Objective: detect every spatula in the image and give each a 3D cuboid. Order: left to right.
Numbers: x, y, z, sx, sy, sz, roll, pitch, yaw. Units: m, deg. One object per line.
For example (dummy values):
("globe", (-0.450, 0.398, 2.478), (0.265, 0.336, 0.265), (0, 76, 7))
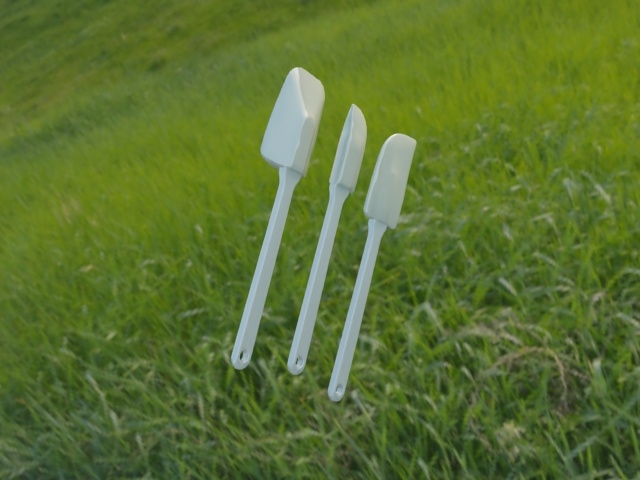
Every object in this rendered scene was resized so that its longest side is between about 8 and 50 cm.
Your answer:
("spatula", (0.000, 0.000, 0.780), (0.019, 0.168, 0.242), (7, 77, 41))
